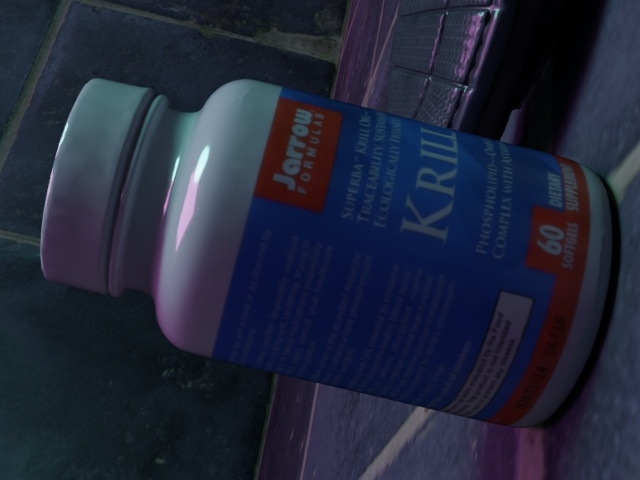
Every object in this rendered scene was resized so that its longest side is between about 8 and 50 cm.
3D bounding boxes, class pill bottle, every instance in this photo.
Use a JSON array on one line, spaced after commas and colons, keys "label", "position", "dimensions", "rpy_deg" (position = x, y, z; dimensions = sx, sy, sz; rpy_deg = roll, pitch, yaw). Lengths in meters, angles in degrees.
[{"label": "pill bottle", "position": [0.000, 0.000, 0.403], "dimensions": [0.124, 0.222, 0.124], "rpy_deg": [-167, 90, -85]}]

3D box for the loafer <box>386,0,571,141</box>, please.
[{"label": "loafer", "position": [0.111, -0.165, 0.491], "dimensions": [0.109, 0.095, 0.302], "rpy_deg": [-145, 63, -64]}]
